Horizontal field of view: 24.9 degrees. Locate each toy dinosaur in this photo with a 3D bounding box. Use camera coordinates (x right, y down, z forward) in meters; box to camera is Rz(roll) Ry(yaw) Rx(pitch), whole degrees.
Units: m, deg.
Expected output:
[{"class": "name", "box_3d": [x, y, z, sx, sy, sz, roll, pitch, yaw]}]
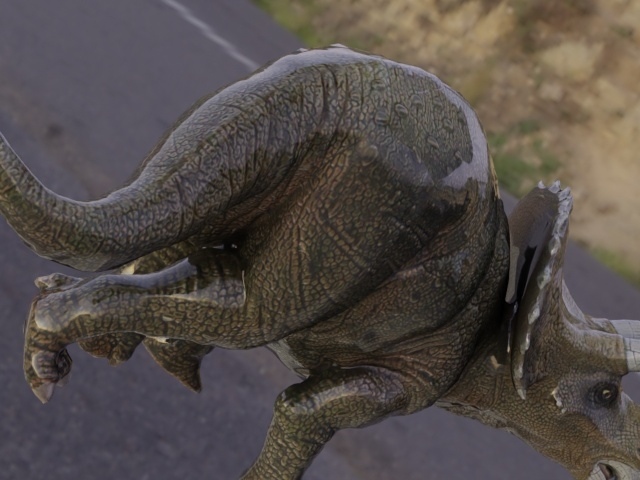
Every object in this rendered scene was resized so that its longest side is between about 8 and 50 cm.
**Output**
[{"class": "toy dinosaur", "box_3d": [0.000, 0.000, 0.456, 0.313, 0.160, 0.121, 43, 9, -46]}]
